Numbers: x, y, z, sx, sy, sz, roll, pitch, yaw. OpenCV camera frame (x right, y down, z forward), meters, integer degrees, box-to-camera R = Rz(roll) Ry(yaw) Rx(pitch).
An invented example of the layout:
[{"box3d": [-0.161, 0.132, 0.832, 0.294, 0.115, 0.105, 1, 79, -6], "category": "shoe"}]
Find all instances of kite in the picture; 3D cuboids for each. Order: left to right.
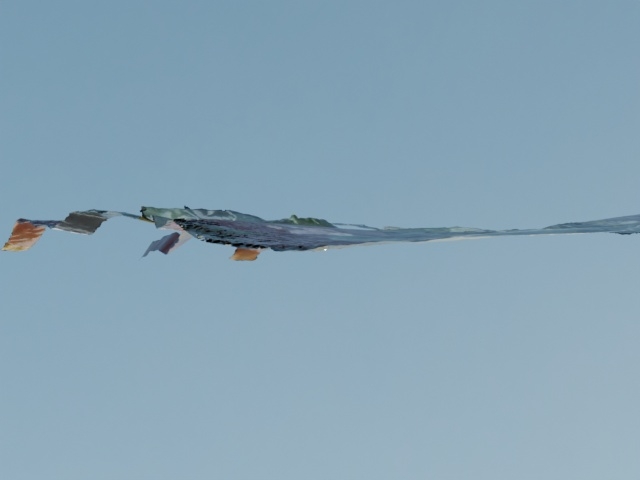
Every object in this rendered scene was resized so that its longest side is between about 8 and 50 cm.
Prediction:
[{"box3d": [0.000, -0.004, 0.636, 0.204, 0.022, 0.360, -2, 0, -31], "category": "kite"}]
